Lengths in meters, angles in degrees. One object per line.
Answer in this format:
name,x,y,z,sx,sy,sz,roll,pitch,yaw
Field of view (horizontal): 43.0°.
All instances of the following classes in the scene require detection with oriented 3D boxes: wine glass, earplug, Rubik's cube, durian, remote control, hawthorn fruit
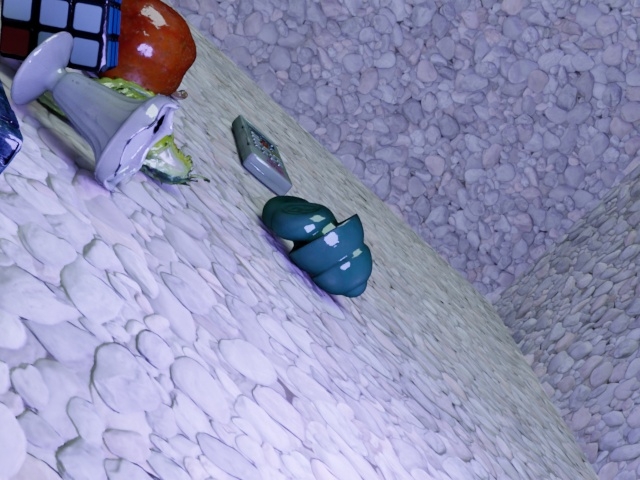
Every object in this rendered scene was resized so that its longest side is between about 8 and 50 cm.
wine glass,-0.322,-0.190,1.162,0.196,0.165,0.165,41,11,-1
earplug,-0.007,0.004,1.679,0.280,0.164,0.257,57,-24,6
Rubik's cube,-0.402,-0.356,1.278,0.163,0.162,0.160,8,12,-10
durian,-0.310,-0.190,1.332,0.375,0.106,0.132,32,22,-32
remote control,-0.157,-0.228,2.134,0.145,0.050,0.344,39,12,-26
hawthorn fruit,-0.372,-0.391,1.603,0.205,0.205,0.253,51,18,30

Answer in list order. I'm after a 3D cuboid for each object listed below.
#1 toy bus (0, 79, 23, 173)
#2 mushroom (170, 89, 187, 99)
toy bus,-0.397,-0.146,0.960,0.047,0.065,0.166,34,14,-47
mushroom,-0.360,-0.386,1.940,0.088,0.073,0.129,16,-8,32
